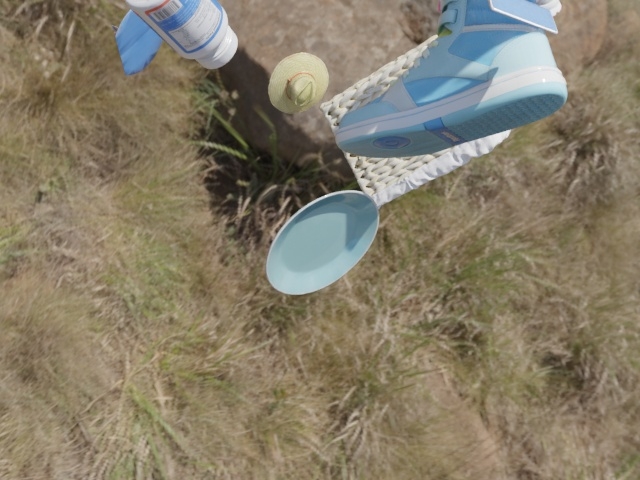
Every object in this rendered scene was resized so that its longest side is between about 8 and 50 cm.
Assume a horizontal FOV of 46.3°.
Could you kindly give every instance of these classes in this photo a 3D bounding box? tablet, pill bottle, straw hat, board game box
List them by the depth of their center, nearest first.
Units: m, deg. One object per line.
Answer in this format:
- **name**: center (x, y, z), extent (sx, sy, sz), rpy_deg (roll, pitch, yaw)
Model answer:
- **tablet**: center (0.225, -0.258, 0.839), extent (0.083, 0.006, 0.054), rpy_deg (17, 43, -12)
- **pill bottle**: center (-0.248, -0.414, 1.380), extent (0.221, 0.124, 0.124), rpy_deg (40, 45, -58)
- **board game box**: center (-0.387, -0.432, 1.567), extent (0.033, 0.169, 0.133), rpy_deg (30, 63, 13)
- **straw hat**: center (-0.040, -0.326, 1.621), extent (0.144, 0.145, 0.061), rpy_deg (13, 29, -27)

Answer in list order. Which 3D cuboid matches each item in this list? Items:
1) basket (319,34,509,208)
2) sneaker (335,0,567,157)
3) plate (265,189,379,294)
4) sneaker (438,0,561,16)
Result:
- **basket**: center (0.229, -0.278, 1.687), extent (0.267, 0.331, 0.328), rpy_deg (61, 26, -5)
- **sneaker**: center (0.161, -0.238, 1.025), extent (0.127, 0.318, 0.208), rpy_deg (19, 62, -63)
- **plate**: center (0.000, 0.000, 1.060), extent (0.188, 0.188, 0.024), rpy_deg (-11, 46, -35)
- **sneaker**: center (0.370, -0.518, 1.556), extent (0.252, 0.111, 0.103), rpy_deg (-6, 36, 7)
